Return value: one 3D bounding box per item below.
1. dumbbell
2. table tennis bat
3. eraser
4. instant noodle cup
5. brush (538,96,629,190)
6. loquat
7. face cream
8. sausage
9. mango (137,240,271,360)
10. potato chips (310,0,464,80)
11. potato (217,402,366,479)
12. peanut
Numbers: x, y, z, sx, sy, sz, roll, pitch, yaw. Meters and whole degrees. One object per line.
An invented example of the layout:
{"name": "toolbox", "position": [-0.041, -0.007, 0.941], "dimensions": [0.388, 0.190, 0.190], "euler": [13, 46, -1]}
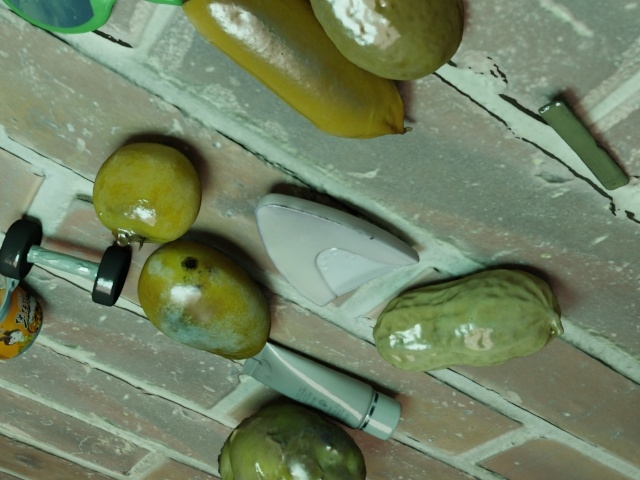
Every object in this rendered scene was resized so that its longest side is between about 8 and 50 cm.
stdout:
{"name": "dumbbell", "position": [-0.419, 0.037, 1.174], "dimensions": [0.191, 0.100, 0.100], "euler": [17, 137, -5]}
{"name": "table tennis bat", "position": [-0.276, -0.305, 0.827], "dimensions": [0.256, 0.039, 0.161], "euler": [9, 140, 6]}
{"name": "eraser", "position": [0.000, -0.001, 1.076], "dimensions": [0.204, 0.059, 0.243], "euler": [-26, 129, 34]}
{"name": "instant noodle cup", "position": [-0.584, 0.138, 1.280], "dimensions": [0.208, 0.178, 0.125], "euler": [-22, 143, 14]}
{"name": "brush", "position": [0.335, -0.123, 0.905], "dimensions": [0.034, 0.028, 0.190], "euler": [-25, 134, 37]}
{"name": "loquat", "position": [-0.242, -0.063, 1.000], "dimensions": [0.163, 0.163, 0.137], "euler": [17, 168, -6]}
{"name": "face cream", "position": [0.002, 0.288, 1.374], "dimensions": [0.314, 0.089, 0.143], "euler": [24, 140, -3]}
{"name": "sausage", "position": [-0.008, -0.204, 0.830], "dimensions": [0.328, 0.112, 0.112], "euler": [35, 132, -28]}
{"name": "mango", "position": [-0.182, 0.118, 1.182], "dimensions": [0.192, 0.146, 0.316], "euler": [1, 144, 22]}
{"name": "potato chips", "position": [0.072, -0.260, 0.755], "dimensions": [0.150, 0.049, 0.202], "euler": [-34, 111, 0]}
{"name": "potato", "position": [-0.058, 0.420, 1.371], "dimensions": [0.288, 0.301, 0.237], "euler": [4, 139, -4]}
{"name": "peanut", "position": [0.219, 0.126, 1.104], "dimensions": [0.291, 0.143, 0.159], "euler": [-12, 156, 23]}
